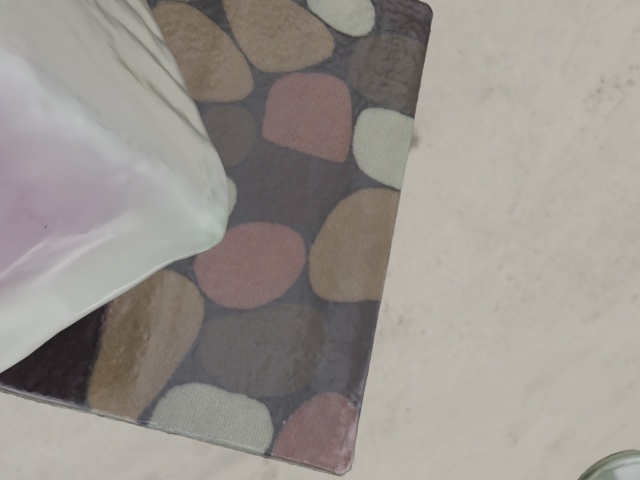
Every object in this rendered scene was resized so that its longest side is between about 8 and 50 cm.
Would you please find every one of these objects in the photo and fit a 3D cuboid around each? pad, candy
[{"bbox_3d":[-0.039,-0.029,0.529,0.158,0.235,0.003,16,159,-11],"label":"pad"},{"bbox_3d":[-0.178,-0.124,0.419,0.145,0.359,0.208,-34,140,8],"label":"candy"}]

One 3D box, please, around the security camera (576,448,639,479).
[{"bbox_3d":[0.155,0.140,0.534,0.058,0.092,0.058,-11,125,-16],"label":"security camera"}]
